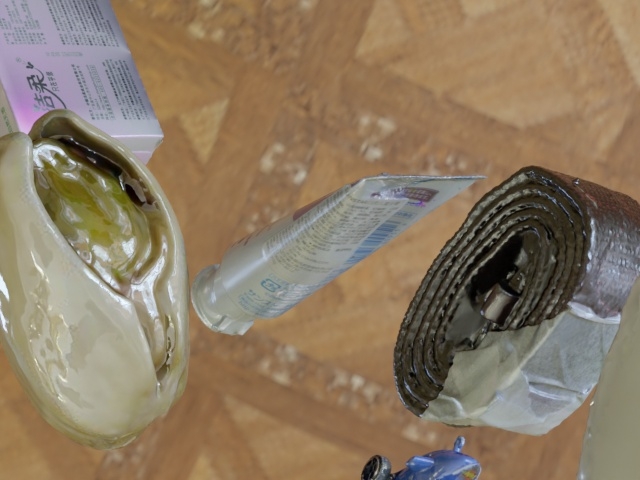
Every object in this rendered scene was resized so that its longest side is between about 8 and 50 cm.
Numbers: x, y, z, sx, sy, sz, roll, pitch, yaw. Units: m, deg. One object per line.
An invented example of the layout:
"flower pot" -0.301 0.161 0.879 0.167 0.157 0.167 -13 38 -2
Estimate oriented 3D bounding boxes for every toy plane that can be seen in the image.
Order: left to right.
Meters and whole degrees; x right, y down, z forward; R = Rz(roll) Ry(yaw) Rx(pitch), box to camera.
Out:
"toy plane" 0.037 0.173 1.164 0.054 0.062 0.167 30 130 -26

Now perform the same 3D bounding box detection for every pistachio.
"pistachio" -0.164 0.029 1.331 0.153 0.138 0.238 3 111 33

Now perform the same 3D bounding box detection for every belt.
"belt" 0.207 0.070 1.901 0.164 0.184 0.289 13 121 -45

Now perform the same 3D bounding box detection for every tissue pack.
"tissue pack" -0.255 -0.163 1.702 0.092 0.148 0.246 -47 56 42

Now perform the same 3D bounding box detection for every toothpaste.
"toothpaste" 0.000 0.000 1.573 0.299 0.114 0.073 -31 65 47

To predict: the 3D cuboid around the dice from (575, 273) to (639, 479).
"dice" 0.251 0.103 0.610 0.251 0.243 0.259 25 176 -40
